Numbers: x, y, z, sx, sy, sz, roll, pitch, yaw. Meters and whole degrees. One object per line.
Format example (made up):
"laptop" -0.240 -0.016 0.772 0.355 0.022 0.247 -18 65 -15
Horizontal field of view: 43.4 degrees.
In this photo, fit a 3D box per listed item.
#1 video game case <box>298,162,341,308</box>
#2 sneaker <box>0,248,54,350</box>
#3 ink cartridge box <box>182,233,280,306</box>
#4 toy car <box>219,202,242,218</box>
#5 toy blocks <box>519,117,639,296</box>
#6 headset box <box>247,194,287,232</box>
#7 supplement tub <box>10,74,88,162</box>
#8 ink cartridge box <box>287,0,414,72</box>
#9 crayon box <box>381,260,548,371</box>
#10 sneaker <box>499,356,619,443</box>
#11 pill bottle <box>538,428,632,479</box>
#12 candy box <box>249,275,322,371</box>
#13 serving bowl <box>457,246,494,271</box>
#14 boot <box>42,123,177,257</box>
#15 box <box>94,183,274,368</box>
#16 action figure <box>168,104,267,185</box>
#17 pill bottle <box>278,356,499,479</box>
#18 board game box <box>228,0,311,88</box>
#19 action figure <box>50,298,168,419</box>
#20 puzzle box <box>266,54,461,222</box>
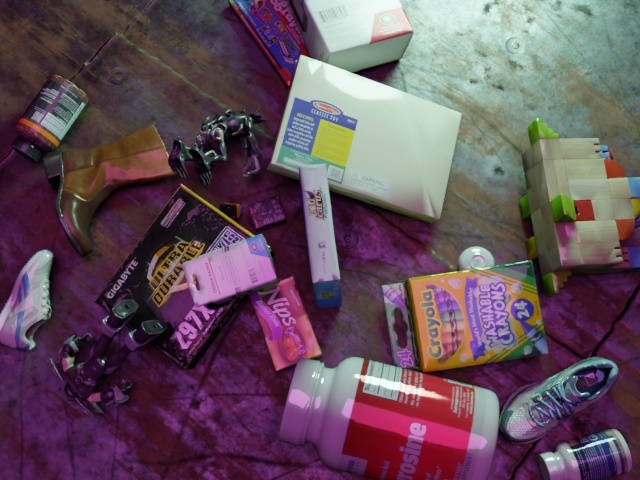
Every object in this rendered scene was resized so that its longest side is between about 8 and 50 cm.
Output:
"video game case" 0.000 0.000 1.700 0.061 0.269 0.244 -8 74 -1
"sneaker" -0.633 0.130 1.774 0.092 0.087 0.229 22 83 -1
"ink cartridge box" -0.188 0.067 1.688 0.180 0.060 0.104 -19 80 1
"toy car" -0.189 -0.034 1.843 0.040 0.060 0.122 -18 91 -48
"toy blocks" 0.605 -0.076 1.780 0.260 0.191 0.381 -2 75 -12
"headset box" -0.126 -0.060 1.841 0.083 0.032 0.062 -19 74 -4
"supplement tub" -0.636 -0.280 1.873 0.106 0.106 0.198 29 77 8
"ink cartridge box" 0.054 -0.562 1.914 0.226 0.131 0.306 -18 72 -14
"crayon box" 0.308 0.168 1.733 0.322 0.083 0.203 -9 82 -1
"sneaker" 0.496 0.323 1.678 0.283 0.122 0.110 -32 76 -8
"pill bottle" 0.542 0.453 1.655 0.169 0.094 0.094 -14 75 -3
"candy box" -0.077 0.183 1.762 0.109 0.053 0.187 -19 76 -4
"serving bowl" 0.352 0.051 1.805 0.083 0.027 0.083 0 75 1
"boot" -0.468 -0.115 1.851 0.280 0.096 0.264 -17 67 -11
"box" -0.295 0.081 1.765 0.257 0.079 0.322 35 85 8
"action figure" -0.222 -0.214 1.832 0.164 0.141 0.275 8 32 30
"pill bottle" 0.134 0.367 1.616 0.407 0.229 0.229 13 75 5
"board game box" -0.092 -0.514 1.971 0.145 0.027 0.281 -32 76 -9
"action figure" -0.456 0.254 1.695 0.185 0.099 0.285 45 110 0
"puzzle box" 0.104 -0.227 1.815 0.408 0.052 0.272 18 75 -12
